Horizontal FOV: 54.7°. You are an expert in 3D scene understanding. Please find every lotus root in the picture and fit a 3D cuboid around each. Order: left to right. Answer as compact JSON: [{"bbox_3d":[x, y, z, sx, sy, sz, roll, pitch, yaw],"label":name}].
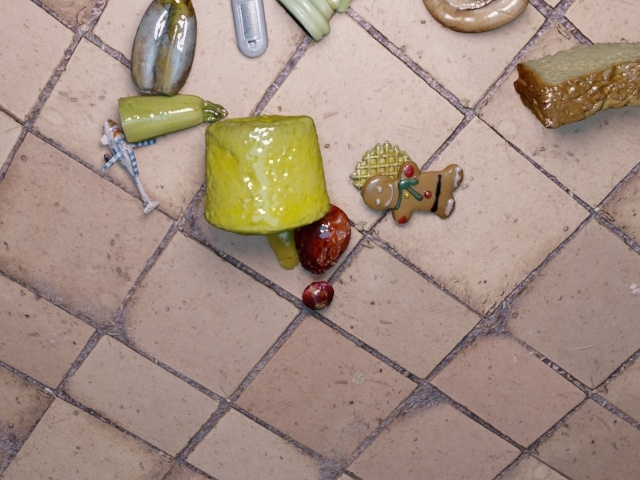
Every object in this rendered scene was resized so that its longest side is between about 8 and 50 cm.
[{"bbox_3d":[-0.401,-0.540,1.627,0.158,0.140,0.322,12,108,-24],"label":"lotus root"}]

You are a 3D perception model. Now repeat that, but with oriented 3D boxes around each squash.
[{"bbox_3d":[-0.408,-0.360,1.733,0.287,0.137,0.137,-13,113,-10],"label":"squash"}]

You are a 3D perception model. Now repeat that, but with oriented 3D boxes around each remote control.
[{"bbox_3d":[-0.193,-0.612,1.645,0.087,0.047,0.244,-5,112,5],"label":"remote control"}]

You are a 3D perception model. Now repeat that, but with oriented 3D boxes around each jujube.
[{"bbox_3d":[0.000,0.000,1.856,0.168,0.168,0.236,12,132,-5],"label":"jujube"}]

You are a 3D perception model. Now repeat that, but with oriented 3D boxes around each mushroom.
[{"bbox_3d":[0.377,-0.613,1.598,0.285,0.156,0.151,24,123,2],"label":"mushroom"}]

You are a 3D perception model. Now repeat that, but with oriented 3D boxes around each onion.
[{"bbox_3d":[-0.008,0.171,1.959,0.107,0.097,0.107,-22,143,-17],"label":"onion"}]

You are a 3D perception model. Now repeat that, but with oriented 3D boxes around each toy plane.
[{"bbox_3d":[-0.548,-0.225,1.802,0.182,0.107,0.273,-54,132,-24],"label":"toy plane"}]

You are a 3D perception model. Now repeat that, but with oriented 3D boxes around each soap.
[{"bbox_3d":[-0.105,0.020,1.922,0.089,0.033,0.168,-21,113,11],"label":"soap"}]

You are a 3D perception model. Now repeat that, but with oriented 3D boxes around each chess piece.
[{"bbox_3d":[0.039,-0.664,1.570,0.298,0.176,0.176,-42,107,8],"label":"chess piece"}]

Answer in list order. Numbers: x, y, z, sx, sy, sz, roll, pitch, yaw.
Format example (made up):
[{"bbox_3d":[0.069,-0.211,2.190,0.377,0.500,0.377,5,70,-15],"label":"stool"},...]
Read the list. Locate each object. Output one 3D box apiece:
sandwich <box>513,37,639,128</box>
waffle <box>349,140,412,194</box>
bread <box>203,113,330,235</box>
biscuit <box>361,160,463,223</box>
[{"bbox_3d":[0.699,-0.417,1.614,0.325,0.262,0.131,-16,118,7],"label":"sandwich"},{"bbox_3d":[0.185,-0.198,1.827,0.183,0.036,0.169,-42,110,14],"label":"waffle"},{"bbox_3d":[-0.159,-0.186,1.677,0.348,0.348,0.308,-7,107,3],"label":"bread"},{"bbox_3d":[0.269,-0.137,1.821,0.301,0.049,0.197,1,114,-11],"label":"biscuit"}]
